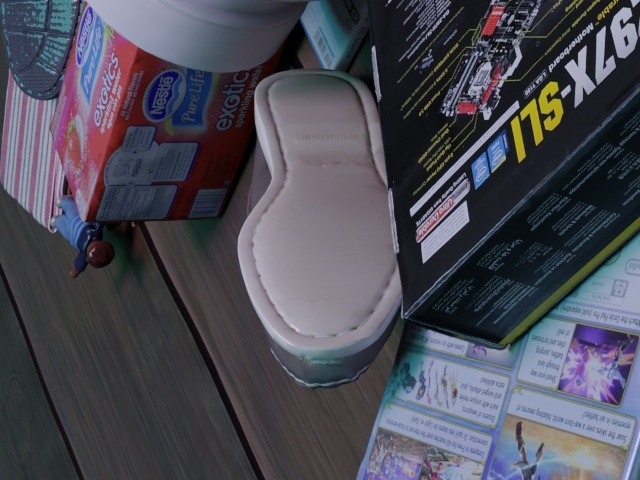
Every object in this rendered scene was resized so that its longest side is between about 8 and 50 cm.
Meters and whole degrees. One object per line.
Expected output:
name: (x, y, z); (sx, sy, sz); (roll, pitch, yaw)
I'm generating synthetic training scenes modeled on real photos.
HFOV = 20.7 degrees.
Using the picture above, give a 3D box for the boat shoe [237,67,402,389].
boat shoe: (0.000, 0.000, 1.182); (0.324, 0.117, 0.096); (-97, 8, -55)

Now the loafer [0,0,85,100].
loafer: (-0.245, -0.290, 1.712); (0.109, 0.095, 0.302); (8, 103, 29)

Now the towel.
towel: (-0.293, -0.101, 1.831); (0.197, 0.029, 0.144); (35, 119, 58)

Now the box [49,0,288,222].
box: (-0.123, -0.144, 1.422); (0.122, 0.128, 0.257); (64, 146, 37)

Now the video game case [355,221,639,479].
video game case: (0.135, 0.059, 0.986); (0.269, 0.061, 0.244); (10, 81, 64)

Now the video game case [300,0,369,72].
video game case: (0.023, -0.220, 1.299); (0.166, 0.015, 0.119); (-60, 41, 40)

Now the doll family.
doll family: (-0.200, -0.057, 1.629); (0.111, 0.076, 0.193); (38, 127, 49)

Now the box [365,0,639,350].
box: (0.146, -0.134, 0.934); (0.322, 0.079, 0.257); (-48, 36, 40)

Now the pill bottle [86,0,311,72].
pill bottle: (-0.011, -0.306, 1.126); (0.407, 0.229, 0.229); (-53, 46, 41)
